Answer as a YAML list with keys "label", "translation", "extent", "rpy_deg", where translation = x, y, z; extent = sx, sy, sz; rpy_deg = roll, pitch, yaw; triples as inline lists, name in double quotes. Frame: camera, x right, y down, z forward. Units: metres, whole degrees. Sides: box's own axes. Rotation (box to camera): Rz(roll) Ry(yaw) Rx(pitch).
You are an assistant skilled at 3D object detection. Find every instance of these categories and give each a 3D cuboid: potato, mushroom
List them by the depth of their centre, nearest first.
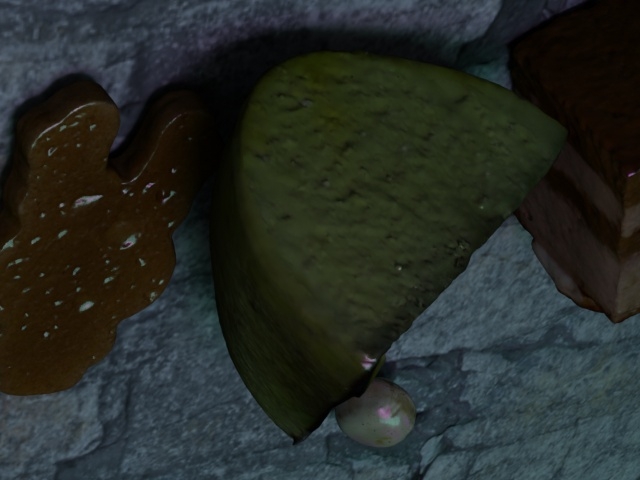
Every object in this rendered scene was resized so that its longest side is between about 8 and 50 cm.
- label: "potato"
  translation: [0.000, 0.000, 1.290]
  extent: [0.330, 0.213, 0.280]
  rpy_deg: [-45, 175, -39]
- label: "mushroom"
  translation: [0.055, 0.170, 1.612]
  extent: [0.084, 0.067, 0.083]
  rpy_deg: [5, 139, 5]

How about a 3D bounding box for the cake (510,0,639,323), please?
- label: "cake"
  translation: [0.294, -0.062, 1.438]
  extent: [0.199, 0.196, 0.293]
  rpy_deg: [-27, 142, -16]

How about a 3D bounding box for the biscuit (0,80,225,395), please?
- label: "biscuit"
  translation: [-0.188, 0.002, 1.247]
  extent: [0.186, 0.044, 0.295]
  rpy_deg: [5, 126, -39]
